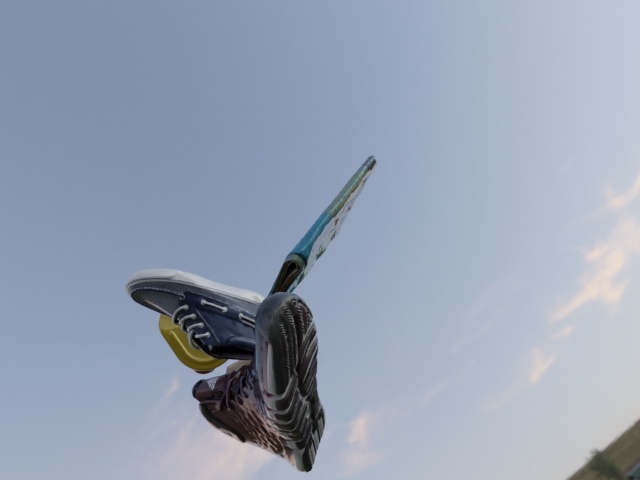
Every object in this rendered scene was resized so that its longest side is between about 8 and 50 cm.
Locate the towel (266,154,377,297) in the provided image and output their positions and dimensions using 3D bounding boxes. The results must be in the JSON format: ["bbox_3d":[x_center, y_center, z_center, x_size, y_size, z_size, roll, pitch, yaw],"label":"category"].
[{"bbox_3d":[0.000,0.000,1.014,0.370,0.040,0.271,-52,-6,-41],"label":"towel"}]

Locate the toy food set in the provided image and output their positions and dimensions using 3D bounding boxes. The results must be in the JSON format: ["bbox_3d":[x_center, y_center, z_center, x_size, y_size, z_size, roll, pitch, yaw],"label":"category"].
[{"bbox_3d":[-0.241,0.205,0.961,0.128,0.218,0.071,-32,-16,-24],"label":"toy food set"}]

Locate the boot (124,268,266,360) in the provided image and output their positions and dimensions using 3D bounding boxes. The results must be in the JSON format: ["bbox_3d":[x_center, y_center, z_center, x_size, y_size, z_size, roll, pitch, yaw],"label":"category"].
[{"bbox_3d":[-0.159,0.098,0.598,0.190,0.086,0.069,13,-44,-14],"label":"boot"}]

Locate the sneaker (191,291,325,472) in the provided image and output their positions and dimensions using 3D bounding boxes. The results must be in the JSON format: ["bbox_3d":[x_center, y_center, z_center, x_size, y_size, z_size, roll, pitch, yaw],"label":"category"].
[{"bbox_3d":[-0.089,0.170,0.550,0.106,0.162,0.281,-61,-27,-50],"label":"sneaker"}]
